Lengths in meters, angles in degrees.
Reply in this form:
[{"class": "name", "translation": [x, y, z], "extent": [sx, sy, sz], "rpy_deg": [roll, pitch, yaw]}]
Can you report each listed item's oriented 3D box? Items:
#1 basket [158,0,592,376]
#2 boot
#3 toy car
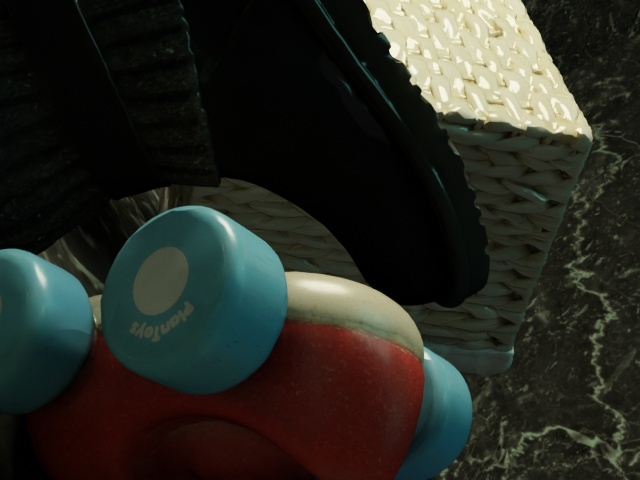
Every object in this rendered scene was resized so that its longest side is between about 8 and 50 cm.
[{"class": "basket", "translation": [0.031, -0.092, 0.950], "extent": [0.331, 0.328, 0.266], "rpy_deg": [-97, -161, -52]}, {"class": "boot", "translation": [-0.075, -0.047, 0.638], "extent": [0.348, 0.260, 0.131], "rpy_deg": [57, -7, -18]}, {"class": "toy car", "translation": [-0.055, 0.141, 0.481], "extent": [0.219, 0.210, 0.238], "rpy_deg": [37, 50, -49]}]
